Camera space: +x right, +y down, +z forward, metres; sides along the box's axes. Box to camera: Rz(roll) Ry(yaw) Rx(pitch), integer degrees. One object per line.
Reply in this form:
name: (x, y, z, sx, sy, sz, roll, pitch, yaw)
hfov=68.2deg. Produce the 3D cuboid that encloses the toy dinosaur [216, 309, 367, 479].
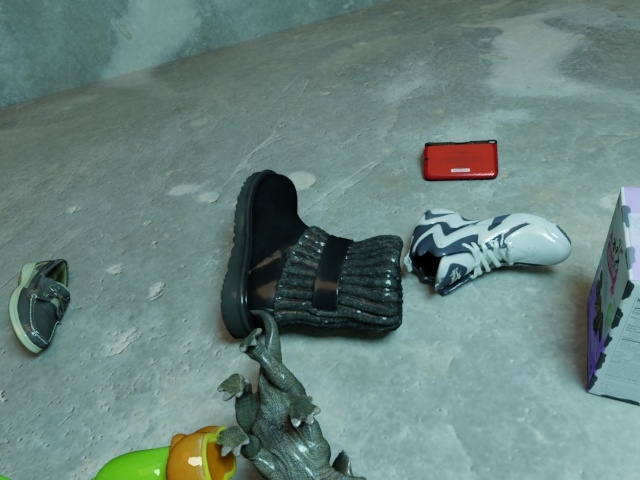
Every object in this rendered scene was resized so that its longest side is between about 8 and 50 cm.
toy dinosaur: (-0.045, 0.203, 0.530, 0.121, 0.160, 0.313, -32, 38, -15)

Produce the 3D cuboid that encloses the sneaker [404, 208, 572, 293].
sneaker: (0.234, 0.029, 0.707, 0.235, 0.094, 0.153, 15, 47, 29)

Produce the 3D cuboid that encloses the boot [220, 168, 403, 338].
boot: (0.001, 0.003, 0.758, 0.260, 0.131, 0.347, -9, 49, 13)

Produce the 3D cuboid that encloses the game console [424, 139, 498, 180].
game console: (0.293, -0.169, 0.994, 0.144, 0.085, 0.124, 0, 71, 14)

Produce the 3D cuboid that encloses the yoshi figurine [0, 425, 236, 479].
yoshi figurine: (-0.257, 0.297, 0.428, 0.363, 0.203, 0.203, -14, 46, 1)

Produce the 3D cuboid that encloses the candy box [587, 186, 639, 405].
candy box: (0.368, 0.063, 0.550, 0.070, 0.196, 0.164, 9, 43, 23)

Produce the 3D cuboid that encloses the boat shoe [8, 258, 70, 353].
boat shoe: (-0.468, 0.096, 0.805, 0.074, 0.080, 0.223, -27, 37, -10)
